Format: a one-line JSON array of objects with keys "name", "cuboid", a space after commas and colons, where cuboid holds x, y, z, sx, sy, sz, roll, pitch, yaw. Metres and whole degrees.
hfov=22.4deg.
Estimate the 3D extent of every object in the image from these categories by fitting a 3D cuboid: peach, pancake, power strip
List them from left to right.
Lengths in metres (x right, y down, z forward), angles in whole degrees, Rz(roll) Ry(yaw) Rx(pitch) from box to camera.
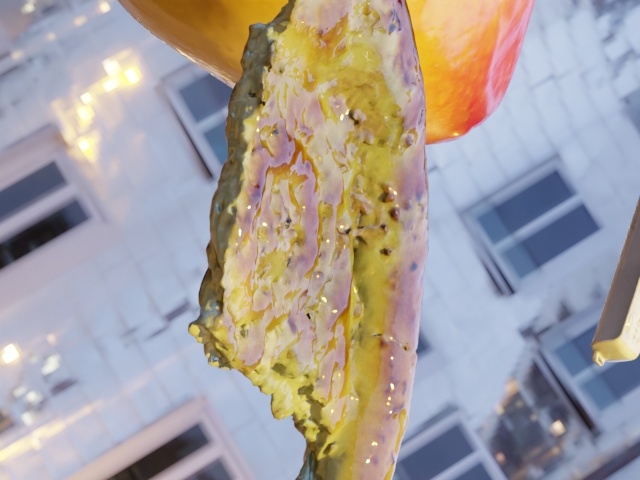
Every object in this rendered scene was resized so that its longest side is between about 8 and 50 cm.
[{"name": "pancake", "cuboid": [0.005, 0.000, 0.758, 0.054, 0.197, 0.377, 12, -57, 28]}, {"name": "peach", "cuboid": [0.007, -0.213, 1.000, 0.308, 0.289, 0.289, 24, 7, -30]}, {"name": "power strip", "cuboid": [0.280, -0.012, 1.358, 0.027, 0.253, 0.060, 13, -14, 29]}]
